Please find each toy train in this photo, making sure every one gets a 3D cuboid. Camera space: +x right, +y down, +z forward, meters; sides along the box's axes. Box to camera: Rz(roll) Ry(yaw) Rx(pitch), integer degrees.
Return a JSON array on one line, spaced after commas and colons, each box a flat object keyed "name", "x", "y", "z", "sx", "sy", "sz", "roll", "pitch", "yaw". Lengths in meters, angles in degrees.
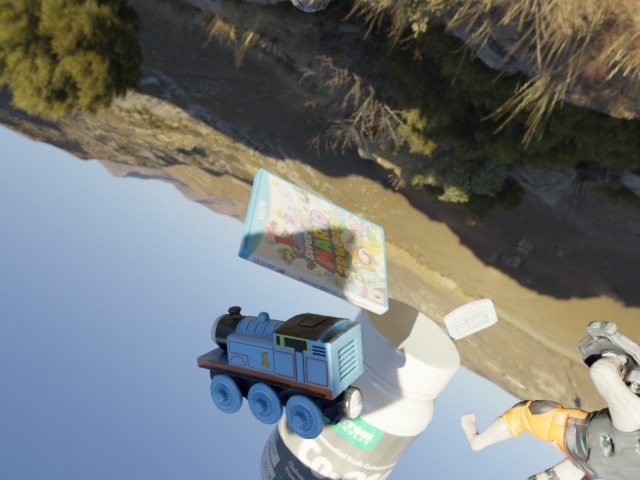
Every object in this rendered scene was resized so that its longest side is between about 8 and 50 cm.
[{"name": "toy train", "x": -0.042, "y": 0.123, "z": 0.465, "sx": 0.184, "sy": 0.105, "sz": 0.080, "roll": 3, "pitch": -171, "yaw": 33}]

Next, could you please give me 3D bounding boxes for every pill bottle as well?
[{"name": "pill bottle", "x": 0.060, "y": 0.284, "z": 0.774, "sx": 0.204, "sy": 0.361, "sz": 0.204, "roll": 25, "pitch": -159, "yaw": -10}]

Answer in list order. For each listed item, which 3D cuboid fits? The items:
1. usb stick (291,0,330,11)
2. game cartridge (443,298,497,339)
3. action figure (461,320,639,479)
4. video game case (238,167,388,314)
[{"name": "usb stick", "x": 0.046, "y": -0.281, "z": 0.322, "sx": 0.278, "sy": 0.045, "sz": 0.077, "roll": -33, "pitch": 75, "yaw": 54}, {"name": "game cartridge", "x": 0.249, "y": 0.130, "z": 0.770, "sx": 0.017, "sy": 0.083, "sz": 0.056, "roll": -108, "pitch": -8, "yaw": -56}, {"name": "action figure", "x": 0.398, "y": 0.292, "z": 0.588, "sx": 0.341, "sy": 0.178, "sz": 0.330, "roll": 44, "pitch": 139, "yaw": 3}, {"name": "video game case", "x": 0.000, "y": 0.000, "z": 0.491, "sx": 0.166, "sy": 0.015, "sz": 0.119, "roll": 24, "pitch": -135, "yaw": -21}]
